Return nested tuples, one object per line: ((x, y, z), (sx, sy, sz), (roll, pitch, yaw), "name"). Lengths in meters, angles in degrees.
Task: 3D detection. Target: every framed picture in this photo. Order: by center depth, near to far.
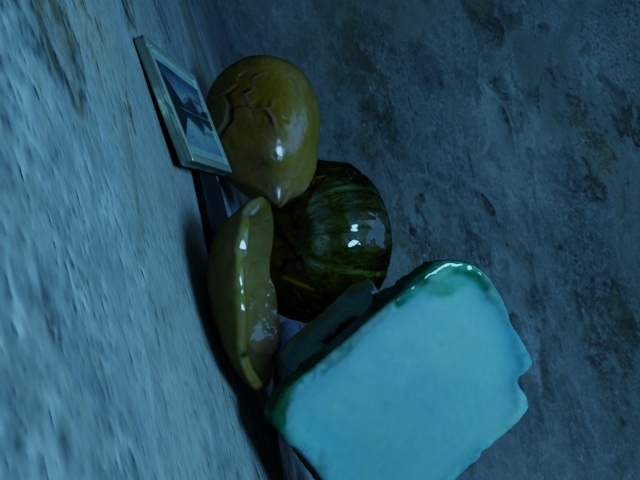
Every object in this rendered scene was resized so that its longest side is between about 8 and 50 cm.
((-0.162, -0.156, 0.779), (0.203, 0.015, 0.150), (-21, 90, -85), "framed picture")

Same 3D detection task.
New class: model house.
((0.063, 0.151, 0.761), (0.230, 0.280, 0.248), (56, -11, -19), "model house")

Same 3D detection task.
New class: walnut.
((-0.095, -0.182, 1.052), (0.203, 0.202, 0.298), (73, 3, -56), "walnut")

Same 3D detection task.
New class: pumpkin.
((0.000, 0.000, 1.178), (0.320, 0.192, 0.321), (-3, -94, 56), "pumpkin")

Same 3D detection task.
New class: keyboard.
((-0.139, -0.041, 0.801), (0.072, 0.023, 0.231), (58, 12, -62), "keyboard")

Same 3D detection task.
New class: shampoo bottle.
((-0.041, 0.204, 1.022), (0.214, 0.072, 0.072), (-107, 180, -63), "shampoo bottle")

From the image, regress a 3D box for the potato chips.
((-0.082, 0.058, 0.661), (0.208, 0.061, 0.196), (78, 11, -73), "potato chips")
